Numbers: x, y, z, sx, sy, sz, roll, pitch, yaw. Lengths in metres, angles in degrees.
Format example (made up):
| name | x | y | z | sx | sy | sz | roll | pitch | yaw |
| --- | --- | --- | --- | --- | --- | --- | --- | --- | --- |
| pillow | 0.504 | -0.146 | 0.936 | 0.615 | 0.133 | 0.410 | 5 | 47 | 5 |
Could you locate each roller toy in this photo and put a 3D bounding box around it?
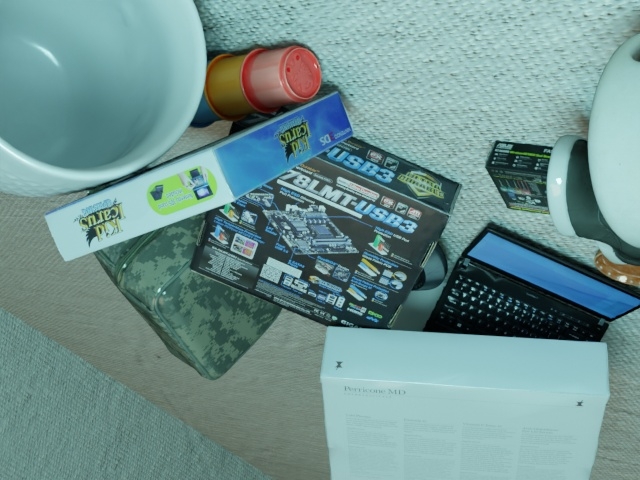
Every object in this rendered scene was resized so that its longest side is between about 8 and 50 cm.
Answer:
| name | x | y | z | sx | sy | sz | roll | pitch | yaw |
| --- | --- | --- | --- | --- | --- | --- | --- | --- | --- |
| roller toy | 0.326 | -0.085 | 0.961 | 0.146 | 0.191 | 0.209 | 4 | 165 | 42 |

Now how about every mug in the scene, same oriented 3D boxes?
| name | x | y | z | sx | sy | sz | roll | pitch | yaw |
| --- | --- | --- | --- | --- | --- | --- | --- | --- | --- |
| mug | -0.360 | -0.190 | 1.286 | 0.374 | 0.276 | 0.328 | 9 | 171 | -28 |

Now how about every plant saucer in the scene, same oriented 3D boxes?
| name | x | y | z | sx | sy | sz | roll | pitch | yaw |
| --- | --- | --- | --- | --- | --- | --- | --- | --- | --- |
| plant saucer | 0.382 | 0.031 | 1.437 | 0.083 | 0.013 | 0.083 | 21 | 160 | 8 |

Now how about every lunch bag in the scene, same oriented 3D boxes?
| name | x | y | z | sx | sy | sz | roll | pitch | yaw |
| --- | --- | --- | --- | --- | --- | --- | --- | --- | --- |
| lunch bag | -0.230 | 0.036 | 1.839 | 0.256 | 0.212 | 0.305 | 31 | 163 | 32 |

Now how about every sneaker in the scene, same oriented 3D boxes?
| name | x | y | z | sx | sy | sz | roll | pitch | yaw |
| --- | --- | --- | --- | --- | --- | --- | --- | --- | --- |
| sneaker | 0.335 | -0.035 | 1.175 | 0.147 | 0.104 | 0.296 | 5 | 168 | 34 |

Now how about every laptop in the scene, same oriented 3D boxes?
| name | x | y | z | sx | sy | sz | roll | pitch | yaw |
| --- | --- | --- | --- | --- | --- | --- | --- | --- | --- |
| laptop | 0.278 | 0.119 | 1.582 | 0.234 | 0.264 | 0.136 | 24 | -159 | 1 |

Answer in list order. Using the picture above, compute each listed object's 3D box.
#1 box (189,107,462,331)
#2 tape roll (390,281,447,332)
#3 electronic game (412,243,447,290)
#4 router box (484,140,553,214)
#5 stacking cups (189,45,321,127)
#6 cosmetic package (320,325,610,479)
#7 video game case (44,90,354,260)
| name | x | y | z | sx | sy | sz | roll | pitch | yaw |
| --- | --- | --- | --- | --- | --- | --- | --- | --- | --- |
| box | -0.003 | -0.016 | 1.520 | 0.295 | 0.073 | 0.293 | 22 | 135 | 0 |
| tape roll | 0.175 | 0.186 | 1.818 | 0.246 | 0.169 | 0.246 | 20 | 160 | 8 |
| electronic game | 0.076 | -0.003 | 1.635 | 0.229 | 0.048 | 0.229 | 27 | 157 | 12 |
| router box | 0.257 | -0.066 | 1.301 | 0.122 | 0.038 | 0.092 | 11 | 155 | 32 |
| stacking cups | -0.125 | -0.175 | 1.386 | 0.316 | 0.096 | 0.096 | 0 | 149 | 43 |
| cosmetic package | 0.197 | 0.249 | 1.624 | 0.377 | 0.097 | 0.284 | 3 | 141 | 7 |
| video game case | -0.127 | -0.073 | 1.279 | 0.244 | 0.269 | 0.061 | -17 | 99 | 33 |
